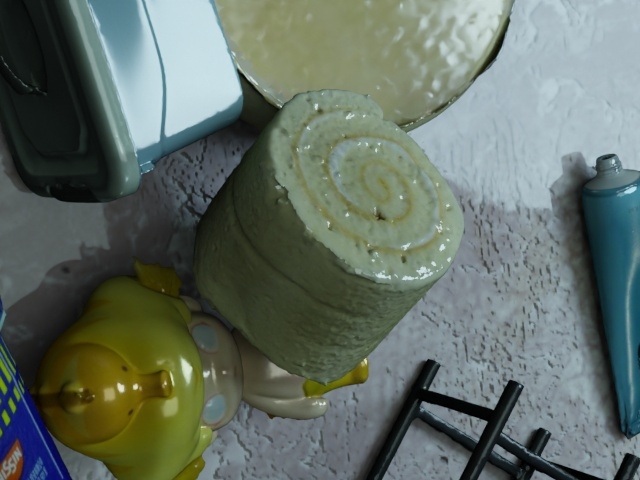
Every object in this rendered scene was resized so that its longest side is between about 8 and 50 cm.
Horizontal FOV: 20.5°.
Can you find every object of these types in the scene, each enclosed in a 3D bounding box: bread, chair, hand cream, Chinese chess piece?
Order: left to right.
[{"bbox_3d":[0.000,0.000,1.145,0.134,0.141,0.148,-23,71,-38],"label":"bread"},{"bbox_3d":[0.012,-0.192,1.222,0.257,0.104,0.257,-2,95,-23],"label":"Chinese chess piece"},{"bbox_3d":[0.092,0.233,1.269,0.141,0.154,0.260,32,81,-21],"label":"chair"},{"bbox_3d":[0.245,0.040,1.378,0.083,0.048,0.224,-23,108,-22],"label":"hand cream"}]

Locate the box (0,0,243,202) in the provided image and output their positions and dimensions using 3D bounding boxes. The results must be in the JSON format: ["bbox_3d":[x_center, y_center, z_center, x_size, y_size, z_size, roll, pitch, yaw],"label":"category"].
[{"bbox_3d":[-0.153,-0.142,1.132,0.130,0.162,0.227,-23,103,-30],"label":"box"}]

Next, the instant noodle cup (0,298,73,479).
[{"bbox_3d":[-0.239,0.225,1.082,0.284,0.284,0.312,-36,114,-16],"label":"instant noodle cup"}]

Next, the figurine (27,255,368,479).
[{"bbox_3d":[-0.086,0.086,1.196,0.246,0.131,0.156,-5,86,-27],"label":"figurine"}]
